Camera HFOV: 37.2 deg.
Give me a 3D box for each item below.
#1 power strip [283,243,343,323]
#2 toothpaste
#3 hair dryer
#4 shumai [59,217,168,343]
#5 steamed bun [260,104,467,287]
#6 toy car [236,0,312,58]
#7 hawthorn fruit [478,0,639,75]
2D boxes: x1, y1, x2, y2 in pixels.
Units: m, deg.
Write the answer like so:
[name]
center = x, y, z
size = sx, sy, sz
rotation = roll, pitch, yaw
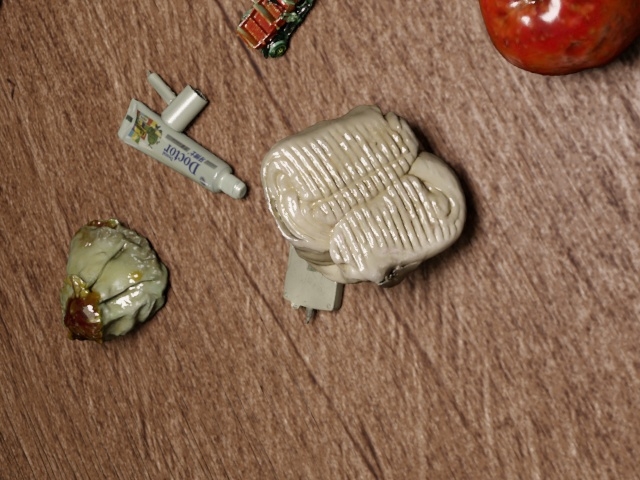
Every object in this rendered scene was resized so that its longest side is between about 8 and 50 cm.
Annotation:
[power strip]
center = 0.000, 0.000, 1.245
size = 0.080, 0.029, 0.226
rotation = 13, 100, 28
[toothpaste]
center = -0.200, -0.124, 1.355
size = 0.255, 0.037, 0.067
rotation = 33, 109, 29
[hair dryer]
center = -0.215, -0.212, 1.356
size = 0.063, 0.038, 0.124
rotation = -46, 56, 7
[shumai]
center = -0.334, 0.062, 1.391
size = 0.184, 0.142, 0.184
rotation = 4, 98, 29
[steamed bun]
center = 0.044, -0.041, 1.137
size = 0.211, 0.218, 0.144
rotation = 58, 163, 5
[toy car]
center = -0.049, -0.308, 1.233
size = 0.143, 0.054, 0.073
rotation = -48, 71, 27
[hawthorn fruit]
center = 0.241, -0.257, 0.974
size = 0.179, 0.200, 0.179
rotation = 7, 102, 36
